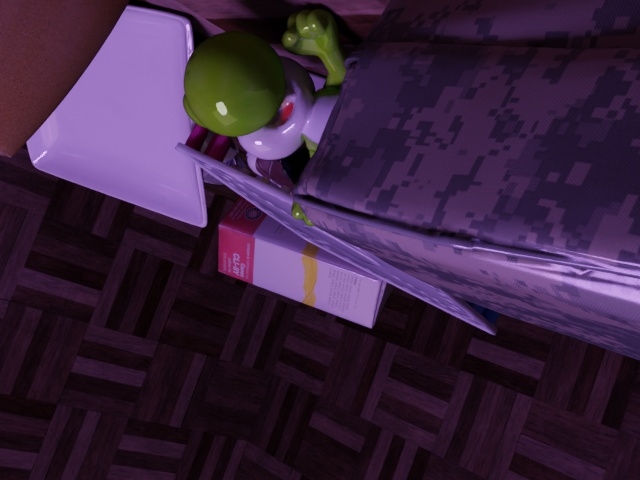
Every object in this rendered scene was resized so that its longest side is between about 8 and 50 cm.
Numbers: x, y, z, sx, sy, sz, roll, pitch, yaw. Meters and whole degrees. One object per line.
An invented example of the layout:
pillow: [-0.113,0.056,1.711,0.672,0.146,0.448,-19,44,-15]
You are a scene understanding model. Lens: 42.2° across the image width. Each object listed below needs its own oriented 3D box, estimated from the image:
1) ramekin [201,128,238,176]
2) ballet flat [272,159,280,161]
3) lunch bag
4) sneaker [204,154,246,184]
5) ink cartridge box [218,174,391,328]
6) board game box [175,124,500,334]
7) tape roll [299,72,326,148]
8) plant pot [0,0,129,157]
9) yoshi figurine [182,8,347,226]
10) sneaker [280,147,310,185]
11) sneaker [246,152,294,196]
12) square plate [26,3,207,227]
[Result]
ramekin: [-0.243,-0.186,1.370,0.207,0.109,0.207,47,-173,-7]
ballet flat: [-0.013,-0.167,1.551,0.250,0.058,0.084,13,147,15]
lunch bag: [0.174,-0.075,0.427,0.212,0.256,0.305,25,175,-39]
sneaker: [-0.260,-0.195,1.942,0.115,0.105,0.281,17,174,37]
ink cartridge box: [0.000,0.000,1.876,0.385,0.279,0.160,19,133,13]
board game box: [0.040,-0.013,1.173,0.390,0.050,0.390,27,175,34]
tape roll: [0.002,-0.168,1.288,0.392,0.072,0.392,19,176,1]
plant pot: [-0.370,-0.235,0.960,0.237,0.254,0.237,20,175,2]
yoshi figurine: [0.002,-0.134,0.889,0.362,0.203,0.203,14,141,14]
sneaker: [0.025,-0.087,1.208,0.221,0.083,0.087,15,170,38]
sneaker: [-0.009,-0.124,1.703,0.162,0.106,0.281,11,170,47]
square plate: [-0.314,-0.210,1.222,0.347,0.049,0.344,19,134,20]
